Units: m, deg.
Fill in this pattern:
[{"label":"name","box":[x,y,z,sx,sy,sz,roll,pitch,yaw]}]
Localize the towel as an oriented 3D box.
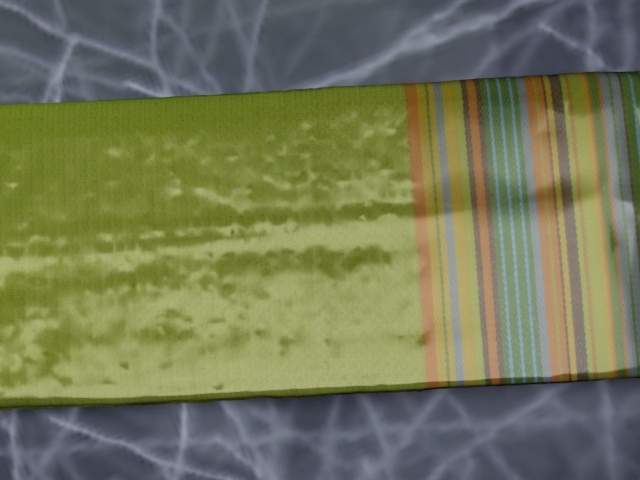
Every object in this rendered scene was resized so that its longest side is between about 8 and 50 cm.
[{"label":"towel","box":[0.000,0.000,0.563,0.237,0.021,0.102,-3,77,-1]}]
